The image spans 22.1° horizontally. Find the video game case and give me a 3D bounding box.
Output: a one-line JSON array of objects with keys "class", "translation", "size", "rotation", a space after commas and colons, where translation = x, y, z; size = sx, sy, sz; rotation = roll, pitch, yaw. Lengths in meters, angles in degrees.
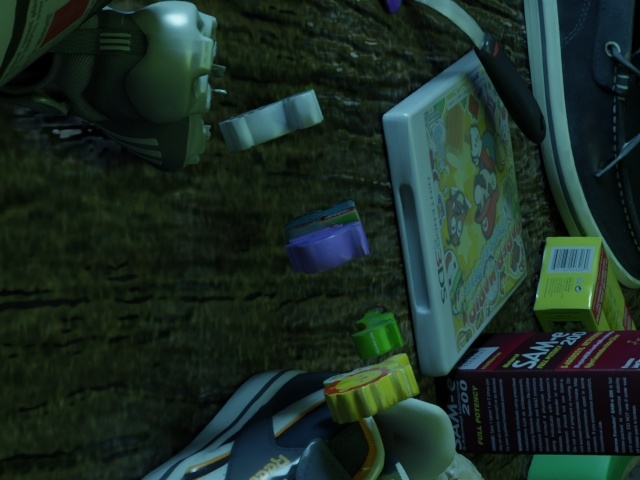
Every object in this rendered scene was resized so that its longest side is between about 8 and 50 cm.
[{"class": "video game case", "translation": [0.113, -0.030, 1.301], "size": [0.227, 0.026, 0.206], "rotation": [-41, 125, -60]}]

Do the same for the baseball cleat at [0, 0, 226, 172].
[{"class": "baseball cleat", "translation": [-0.100, -0.080, 0.784], "size": [0.206, 0.110, 0.072], "rotation": [123, -27, -80]}]

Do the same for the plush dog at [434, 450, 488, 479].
[{"class": "plush dog", "translation": [0.083, 0.227, 1.062], "size": [0.225, 0.211, 0.262], "rotation": [66, -13, -17]}]

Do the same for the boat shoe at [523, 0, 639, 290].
[{"class": "boat shoe", "translation": [0.291, -0.181, 1.555], "size": [0.187, 0.156, 0.500], "rotation": [-48, 133, -59]}]

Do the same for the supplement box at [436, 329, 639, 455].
[{"class": "supplement box", "translation": [0.225, 0.117, 1.278], "size": [0.130, 0.240, 0.073], "rotation": [-26, 110, -64]}]

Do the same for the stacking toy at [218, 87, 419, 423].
[{"class": "stacking toy", "translation": [0.000, 0.000, 0.925], "size": [0.221, 0.052, 0.167], "rotation": [-89, 160, -83]}]

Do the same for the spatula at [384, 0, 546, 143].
[{"class": "spatula", "translation": [0.104, -0.164, 1.252], "size": [0.296, 0.030, 0.084], "rotation": [44, 47, -39]}]

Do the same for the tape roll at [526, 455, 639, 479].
[{"class": "tape roll", "translation": [0.267, 0.323, 1.556], "size": [0.321, 0.077, 0.321], "rotation": [-3, 90, -66]}]

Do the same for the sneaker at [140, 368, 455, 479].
[{"class": "sneaker", "translation": [-0.026, 0.166, 0.865], "size": [0.321, 0.128, 0.126], "rotation": [-52, 135, -53]}]

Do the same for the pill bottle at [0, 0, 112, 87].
[{"class": "pill bottle", "translation": [-0.148, -0.127, 0.569], "size": [0.278, 0.162, 0.162], "rotation": [-54, 136, -54]}]

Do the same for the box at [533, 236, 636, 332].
[{"class": "box", "translation": [0.267, 0.094, 1.593], "size": [0.232, 0.058, 0.087], "rotation": [59, 38, -47]}]
